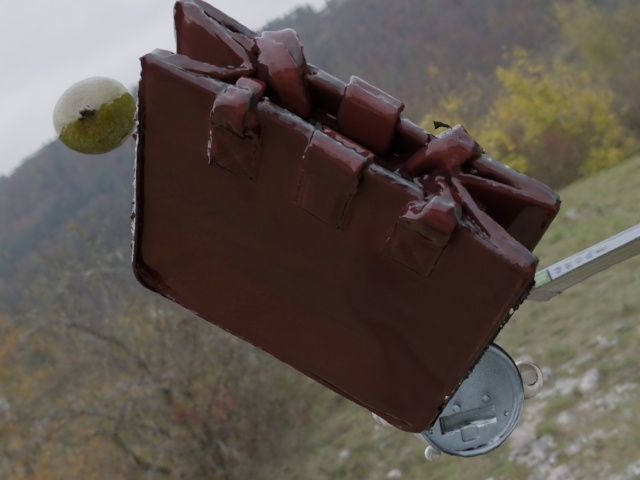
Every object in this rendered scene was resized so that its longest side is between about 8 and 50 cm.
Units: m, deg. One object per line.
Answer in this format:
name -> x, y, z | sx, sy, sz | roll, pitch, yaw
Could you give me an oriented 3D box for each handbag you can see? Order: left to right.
handbag -> 0.001, -0.001, 0.727 | 0.084, 0.260, 0.275 | -56, -11, -29

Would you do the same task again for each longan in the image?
longan -> -0.199, -0.110, 0.993 | 0.075, 0.075, 0.083 | -32, -2, 8

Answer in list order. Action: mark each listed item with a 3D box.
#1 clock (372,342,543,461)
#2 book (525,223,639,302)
clock -> 0.178, 0.196, 1.426 | 0.229, 0.155, 0.063 | -8, 0, -11
book -> 0.357, 0.020, 1.433 | 0.231, 0.026, 0.157 | -28, -16, 22
